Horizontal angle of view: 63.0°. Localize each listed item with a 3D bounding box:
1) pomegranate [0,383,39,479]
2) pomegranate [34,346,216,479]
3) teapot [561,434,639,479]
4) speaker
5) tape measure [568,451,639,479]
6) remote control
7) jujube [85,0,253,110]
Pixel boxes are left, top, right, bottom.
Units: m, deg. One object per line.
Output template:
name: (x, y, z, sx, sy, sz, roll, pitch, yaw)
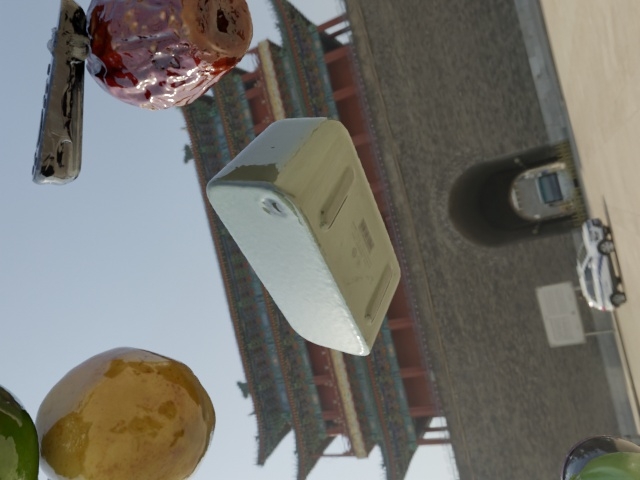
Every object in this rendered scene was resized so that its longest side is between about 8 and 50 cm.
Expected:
pomegranate: (-0.386, 0.260, 0.475, 0.236, 0.236, 0.302, 55, -179, -38)
pomegranate: (-0.254, 0.248, 0.695, 0.233, 0.233, 0.233, 42, -139, -51)
teapot: (0.367, 0.298, 0.601, 0.116, 0.148, 0.146, -60, -19, -8)
speaker: (0.000, 0.000, 0.884, 0.184, 0.183, 0.406, -57, -42, -32)
tape measure: (0.310, 0.283, 0.495, 0.087, 0.177, 0.154, -6, -101, -48)
remote control: (-0.356, -0.201, 0.734, 0.066, 0.090, 0.266, 5, -65, -34)
jujube: (-0.226, -0.288, 0.752, 0.197, 0.290, 0.197, -7, -81, -49)
